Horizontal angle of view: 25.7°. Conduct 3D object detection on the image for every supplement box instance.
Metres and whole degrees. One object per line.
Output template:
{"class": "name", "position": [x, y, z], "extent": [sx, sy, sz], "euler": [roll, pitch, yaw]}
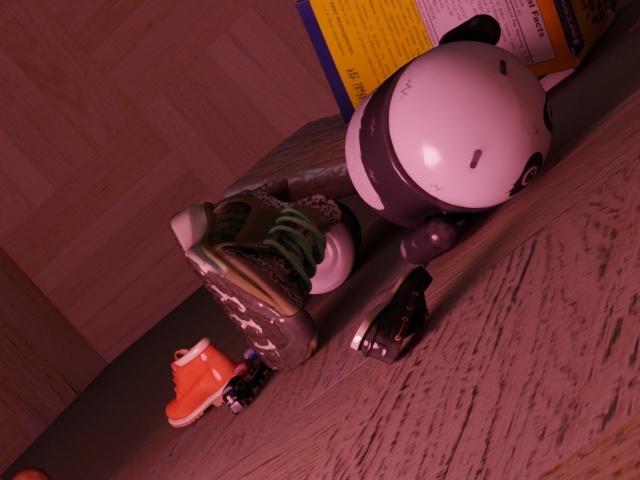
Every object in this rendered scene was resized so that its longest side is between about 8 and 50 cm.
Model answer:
{"class": "supplement box", "position": [0.183, -0.318, 1.932], "extent": [0.357, 0.194, 0.195], "euler": [-11, 23, 30]}

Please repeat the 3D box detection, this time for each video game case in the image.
{"class": "video game case", "position": [0.324, -0.239, 1.985], "extent": [0.173, 0.022, 0.190], "euler": [-37, 8, 42]}

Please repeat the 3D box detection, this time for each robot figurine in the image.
{"class": "robot figurine", "position": [0.128, -0.102, 1.436], "extent": [0.174, 0.209, 0.278], "euler": [-26, -1, -17]}

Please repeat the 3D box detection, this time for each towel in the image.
{"class": "towel", "position": [0.066, -0.128, 1.925], "extent": [0.332, 0.053, 0.317], "euler": [-13, 17, 27]}

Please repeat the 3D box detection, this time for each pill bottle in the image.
{"class": "pill bottle", "position": [0.000, 0.000, 1.880], "extent": [0.108, 0.108, 0.180], "euler": [-41, 5, 12]}

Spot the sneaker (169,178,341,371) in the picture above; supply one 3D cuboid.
{"class": "sneaker", "position": [-0.055, 0.006, 1.631], "extent": [0.182, 0.158, 0.410], "euler": [-37, 24, -2]}

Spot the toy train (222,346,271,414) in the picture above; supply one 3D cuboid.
{"class": "toy train", "position": [-0.083, 0.153, 1.593], "extent": [0.027, 0.036, 0.158], "euler": [-40, 5, 18]}

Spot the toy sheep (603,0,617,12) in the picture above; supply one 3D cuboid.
{"class": "toy sheep", "position": [0.390, -0.348, 2.055], "extent": [0.091, 0.091, 0.132], "euler": [-41, -1, 9]}

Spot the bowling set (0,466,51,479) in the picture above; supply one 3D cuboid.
{"class": "bowling set", "position": [-0.404, 0.380, 1.715], "extent": [0.200, 0.154, 0.287], "euler": [-21, 8, 13]}

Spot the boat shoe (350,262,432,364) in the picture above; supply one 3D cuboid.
{"class": "boat shoe", "position": [0.069, 0.063, 1.189], "extent": [0.133, 0.042, 0.049], "euler": [-47, -18, -56]}

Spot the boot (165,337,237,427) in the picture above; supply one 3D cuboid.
{"class": "boot", "position": [-0.158, 0.174, 1.738], "extent": [0.158, 0.084, 0.059], "euler": [-39, 7, 44]}

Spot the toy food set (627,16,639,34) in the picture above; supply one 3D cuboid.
{"class": "toy food set", "position": [0.438, -0.312, 1.682], "extent": [0.132, 0.038, 0.192], "euler": [-47, 5, 45]}
